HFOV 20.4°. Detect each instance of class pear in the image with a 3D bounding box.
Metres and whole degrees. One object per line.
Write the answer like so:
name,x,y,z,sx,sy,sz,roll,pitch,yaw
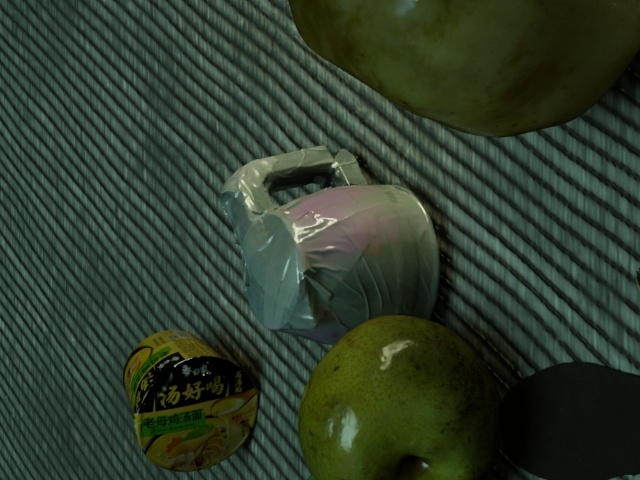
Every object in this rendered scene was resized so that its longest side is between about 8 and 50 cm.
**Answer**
pear,0.073,0.165,1.667,0.197,0.197,0.197,9,101,57

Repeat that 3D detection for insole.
insole,0.256,0.162,1.545,0.328,0.007,0.111,-5,90,58

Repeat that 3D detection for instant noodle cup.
instant noodle cup,-0.161,0.180,2.094,0.122,0.151,0.151,-130,46,-59

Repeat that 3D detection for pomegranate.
pomegranate,0.125,-0.251,1.463,0.332,0.333,0.332,9,101,57

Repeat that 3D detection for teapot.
teapot,0.008,-0.002,1.761,0.163,0.178,0.221,-25,71,55

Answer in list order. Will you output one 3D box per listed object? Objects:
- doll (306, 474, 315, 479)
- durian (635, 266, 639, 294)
doll,0.054,0.403,1.731,0.182,0.160,0.363,46,-156,-67
durian,0.298,0.048,1.451,0.130,0.052,0.066,49,171,48
